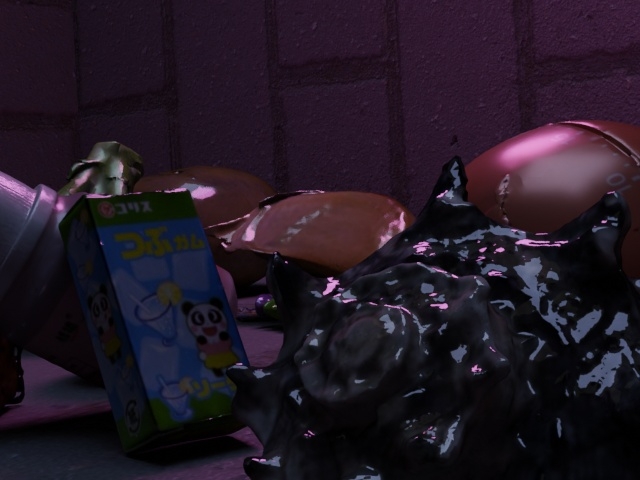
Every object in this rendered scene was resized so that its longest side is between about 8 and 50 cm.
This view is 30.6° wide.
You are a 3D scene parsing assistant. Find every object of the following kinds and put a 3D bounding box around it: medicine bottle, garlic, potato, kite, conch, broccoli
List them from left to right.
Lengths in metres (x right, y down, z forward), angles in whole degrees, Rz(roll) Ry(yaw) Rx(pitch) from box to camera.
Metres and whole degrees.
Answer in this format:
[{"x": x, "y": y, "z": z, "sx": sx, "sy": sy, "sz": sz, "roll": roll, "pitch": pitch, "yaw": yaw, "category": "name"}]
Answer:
[{"x": -0.201, "y": 0.037, "z": 0.984, "sx": 0.247, "sy": 0.147, "sz": 0.147, "roll": 30, "pitch": -9, "yaw": -20, "category": "medicine bottle"}, {"x": -0.285, "y": 0.001, "z": 1.527, "sx": 0.254, "sy": 0.269, "sz": 0.269, "roll": 10, "pitch": 2, "yaw": -6, "category": "broccoli"}, {"x": -0.194, "y": -0.017, "z": 1.978, "sx": 0.326, "sy": 0.221, "sz": 0.243, "roll": 1, "pitch": -1, "yaw": -29, "category": "potato"}, {"x": -0.064, "y": 0.101, "z": 1.664, "sx": 0.182, "sy": 0.010, "sz": 0.160, "roll": -1, "pitch": 4, "yaw": 33, "category": "kite"}, {"x": -0.001, "y": -0.004, "z": 1.572, "sx": 0.338, "sy": 0.151, "sz": 0.196, "roll": 19, "pitch": 15, "yaw": 31, "category": "garlic"}, {"x": 0.085, "y": 0.081, "z": 0.629, "sx": 0.313, "sy": 0.186, "sz": 0.241, "roll": 18, "pitch": 39, "yaw": 21, "category": "conch"}]

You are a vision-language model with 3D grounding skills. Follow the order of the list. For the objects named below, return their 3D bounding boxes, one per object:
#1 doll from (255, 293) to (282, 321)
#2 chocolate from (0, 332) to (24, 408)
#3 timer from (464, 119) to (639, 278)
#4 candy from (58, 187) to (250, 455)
[{"x": -0.004, "y": 0.087, "z": 1.557, "sx": 0.115, "sy": 0.050, "sz": 0.190, "roll": 10, "pitch": 5, "yaw": 31, "category": "doll"}, {"x": -0.417, "y": 0.112, "z": 1.000, "sx": 0.321, "sy": 0.112, "sz": 0.112, "roll": -3, "pitch": 11, "yaw": -5, "category": "chocolate"}, {"x": 0.188, "y": 0.028, "z": 0.859, "sx": 0.214, "sy": 0.230, "sz": 0.229, "roll": -20, "pitch": 9, "yaw": -18, "category": "timer"}, {"x": -0.122, "y": 0.058, "z": 0.889, "sx": 0.097, "sy": 0.195, "sz": 0.062, "roll": -6, "pitch": -22, "yaw": -38, "category": "candy"}]
